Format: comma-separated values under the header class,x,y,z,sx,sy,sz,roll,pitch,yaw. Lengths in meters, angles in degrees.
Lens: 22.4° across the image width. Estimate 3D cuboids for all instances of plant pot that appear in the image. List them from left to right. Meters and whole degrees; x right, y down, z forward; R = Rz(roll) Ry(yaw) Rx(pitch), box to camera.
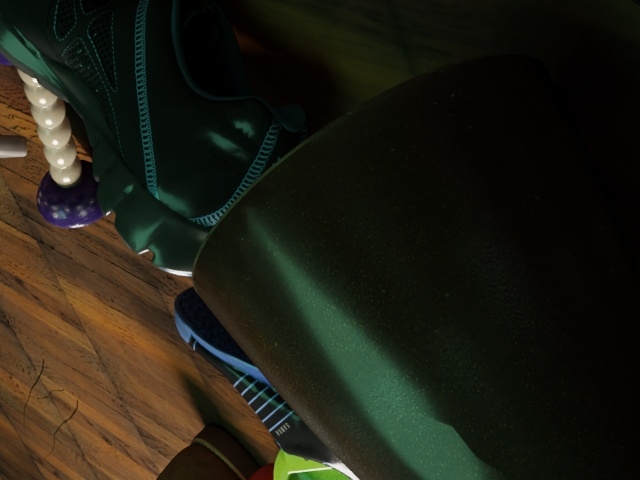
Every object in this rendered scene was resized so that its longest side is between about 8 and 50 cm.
class,x,y,z,sx,sy,sz,roll,pitch,yaw
plant pot,0.084,0.063,0.805,0.230,0.215,0.215,59,160,18

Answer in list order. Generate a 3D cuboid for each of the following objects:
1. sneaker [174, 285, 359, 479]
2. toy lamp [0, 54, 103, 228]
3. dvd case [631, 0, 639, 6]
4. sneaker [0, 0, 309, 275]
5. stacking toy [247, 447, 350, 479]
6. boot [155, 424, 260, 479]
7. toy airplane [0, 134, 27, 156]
class,x,y,z,sx,sy,sz,roll,pitch,yaw
sneaker,-0.034,0.120,1.315,0.232,0.081,0.090,32,134,33
toy lamp,-0.227,-0.119,1.321,0.080,0.080,0.274,35,153,30
dvd case,0.116,-0.189,0.683,0.253,0.022,0.180,39,155,23
sneaker,-0.126,-0.139,1.101,0.139,0.125,0.341,-50,64,27
stacking toy,0.057,0.282,1.446,0.309,0.130,0.279,43,130,9
boot,-0.052,0.338,1.646,0.305,0.115,0.112,45,153,7
toy airplane,-0.400,-0.082,1.314,0.384,0.272,0.386,87,-178,-46
